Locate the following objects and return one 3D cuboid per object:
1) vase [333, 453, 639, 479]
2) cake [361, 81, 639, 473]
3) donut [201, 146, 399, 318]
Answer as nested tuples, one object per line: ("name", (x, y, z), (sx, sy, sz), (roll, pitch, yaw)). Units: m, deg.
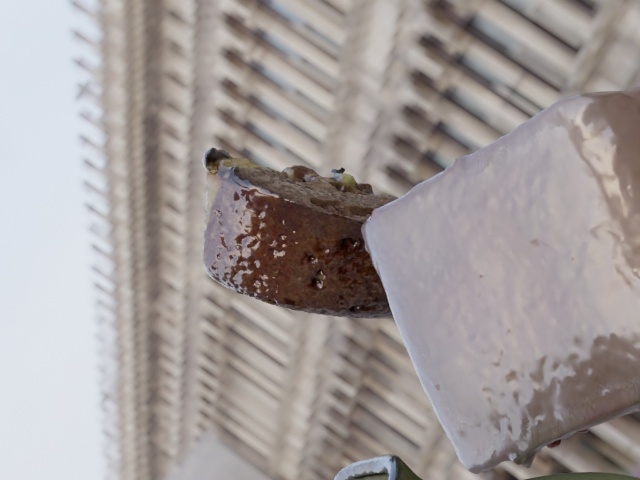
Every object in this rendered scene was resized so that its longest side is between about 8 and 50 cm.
("vase", (0.130, 0.240, 1.277), (0.329, 0.302, 0.241), (92, -163, -68))
("cake", (0.218, 0.018, 1.506), (0.237, 0.230, 0.309), (-18, -11, -44))
("donut", (-0.007, 0.002, 1.724), (0.186, 0.144, 0.126), (-1, -64, -35))
